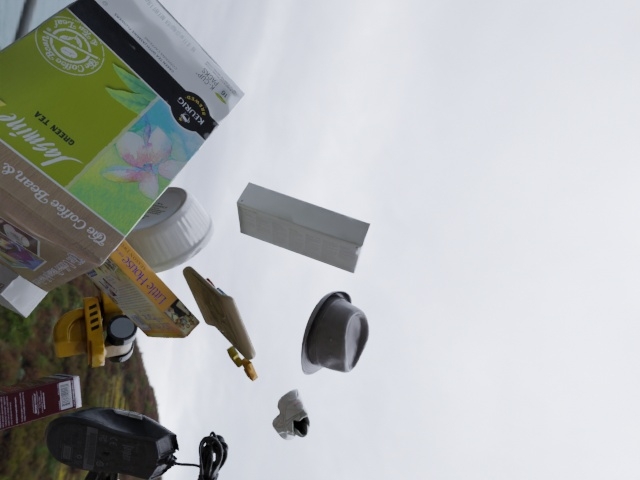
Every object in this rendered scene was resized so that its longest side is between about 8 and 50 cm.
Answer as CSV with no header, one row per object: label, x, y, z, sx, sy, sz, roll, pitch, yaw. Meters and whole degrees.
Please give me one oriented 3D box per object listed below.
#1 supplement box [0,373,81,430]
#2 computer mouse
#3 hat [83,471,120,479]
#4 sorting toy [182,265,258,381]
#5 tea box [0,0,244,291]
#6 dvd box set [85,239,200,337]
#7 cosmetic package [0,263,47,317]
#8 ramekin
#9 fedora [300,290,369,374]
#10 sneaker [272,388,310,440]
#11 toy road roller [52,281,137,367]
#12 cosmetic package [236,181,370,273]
supplement box,-0.658,0.349,0.938,0.130,0.239,0.073,-11,-96,41
computer mouse,-0.273,0.335,0.676,0.060,0.261,0.184,-89,-171,-67
hat,-0.528,0.699,1.105,0.331,0.133,0.332,-42,-149,34
sorting toy,-0.247,0.220,1.167,0.229,0.041,0.308,22,-44,44
tea box,-0.339,-0.127,0.627,0.328,0.220,0.324,-16,-141,47
dvd box set,-0.524,0.087,1.151,0.307,0.421,0.062,-15,-152,51
cosmetic package,-0.899,0.125,1.308,0.127,0.107,0.238,-62,180,-32
ramekin,-0.449,-0.041,1.247,0.273,0.272,0.127,-123,-168,-52
fedora,0.058,0.287,1.294,0.124,0.243,0.276,19,-73,33
sneaker,-0.083,0.562,1.348,0.115,0.090,0.232,48,-34,37
toy road roller,-0.761,0.257,1.483,0.203,0.240,0.330,-54,-131,46
cosmetic package,-0.033,-0.024,0.826,0.099,0.238,0.061,98,13,-58
